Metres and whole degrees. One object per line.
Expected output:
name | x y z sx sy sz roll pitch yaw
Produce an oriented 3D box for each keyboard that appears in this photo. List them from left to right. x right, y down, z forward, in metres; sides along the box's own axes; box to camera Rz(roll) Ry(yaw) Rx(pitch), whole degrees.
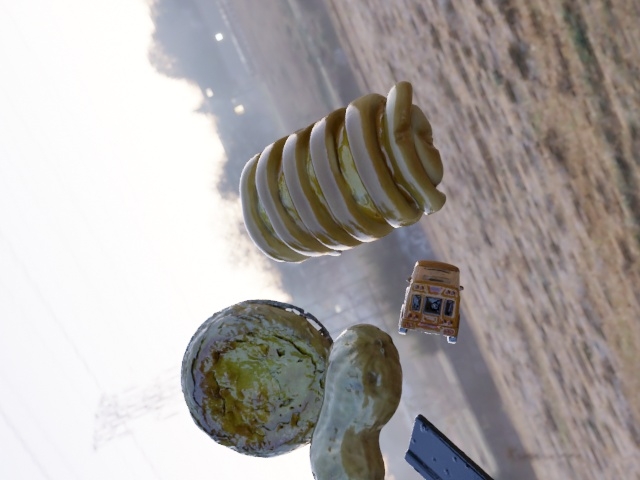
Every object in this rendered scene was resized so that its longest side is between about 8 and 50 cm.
keyboard | 0.231 0.374 1.428 0.309 0.018 0.101 39 132 38

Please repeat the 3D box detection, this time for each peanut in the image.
peanut | 0.042 0.213 1.207 0.103 0.098 0.229 84 -164 -81

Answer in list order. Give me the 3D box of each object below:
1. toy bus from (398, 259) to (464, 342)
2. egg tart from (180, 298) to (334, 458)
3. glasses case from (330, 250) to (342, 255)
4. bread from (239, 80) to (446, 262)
toy bus | 0.159 0.080 1.416 0.194 0.083 0.088 -48 -33 -79
egg tart | -0.081 0.190 1.416 0.094 0.234 0.234 -77 -36 -77
glasses case | 0.000 0.000 1.498 0.083 0.032 0.021 35 -116 -38
bread | 0.013 -0.070 1.288 0.121 0.311 0.173 -15 -96 -49
